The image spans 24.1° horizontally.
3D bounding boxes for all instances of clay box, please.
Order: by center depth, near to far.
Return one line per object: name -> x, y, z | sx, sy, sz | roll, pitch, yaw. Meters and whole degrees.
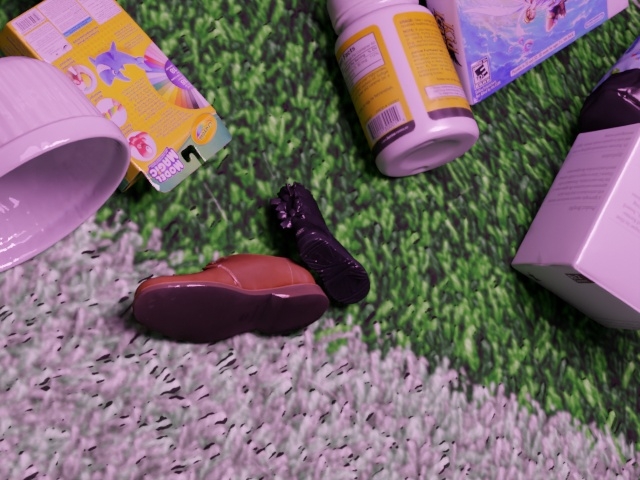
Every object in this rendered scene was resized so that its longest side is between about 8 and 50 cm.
clay box -> -0.203, -0.147, 1.483 | 0.222, 0.053, 0.127 | 49, 48, -2

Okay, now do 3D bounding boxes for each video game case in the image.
video game case -> 0.236, -0.324, 1.726 | 0.269, 0.061, 0.244 | -34, 129, -24

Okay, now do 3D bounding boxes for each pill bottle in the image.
pill bottle -> 0.086, -0.186, 1.653 | 0.119, 0.119, 0.208 | -8, 71, -36

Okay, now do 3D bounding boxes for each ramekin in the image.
ramekin -> -0.279, -0.067, 1.299 | 0.207, 0.207, 0.109 | -24, 72, -39

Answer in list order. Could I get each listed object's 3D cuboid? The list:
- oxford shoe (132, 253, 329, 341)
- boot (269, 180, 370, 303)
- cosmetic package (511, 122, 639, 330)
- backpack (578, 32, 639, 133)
oxford shoe -> -0.096, 0.049, 1.450 | 0.212, 0.076, 0.076 | 1, 46, -40
boot -> 0.000, 0.001, 1.536 | 0.121, 0.045, 0.099 | 45, 13, -41
cosmetic package -> 0.340, -0.012, 1.668 | 0.151, 0.151, 0.183 | 31, 80, -16
backpack -> 0.494, -0.188, 1.861 | 0.290, 0.273, 0.355 | 37, 69, -6
